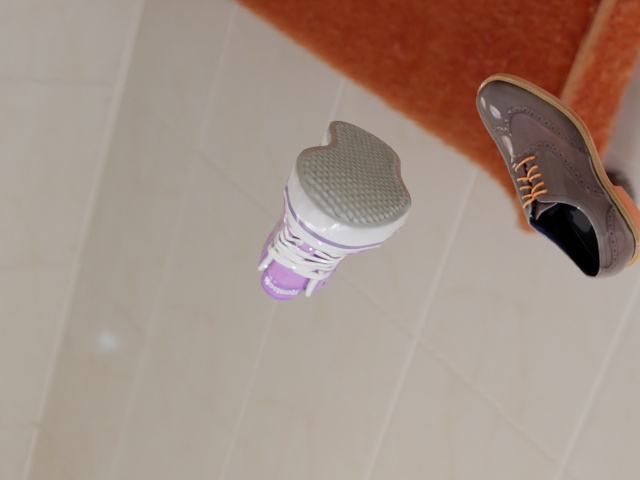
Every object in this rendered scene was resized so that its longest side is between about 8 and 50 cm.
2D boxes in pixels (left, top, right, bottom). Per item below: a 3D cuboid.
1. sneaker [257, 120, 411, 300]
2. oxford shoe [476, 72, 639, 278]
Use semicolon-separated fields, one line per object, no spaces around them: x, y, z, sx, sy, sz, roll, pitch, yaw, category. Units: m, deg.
0.001;0.000;1.185;0.102;0.161;0.282;32;-165;1;sneaker
0.258;-0.075;1.536;0.098;0.097;0.271;-26;-108;-45;oxford shoe
